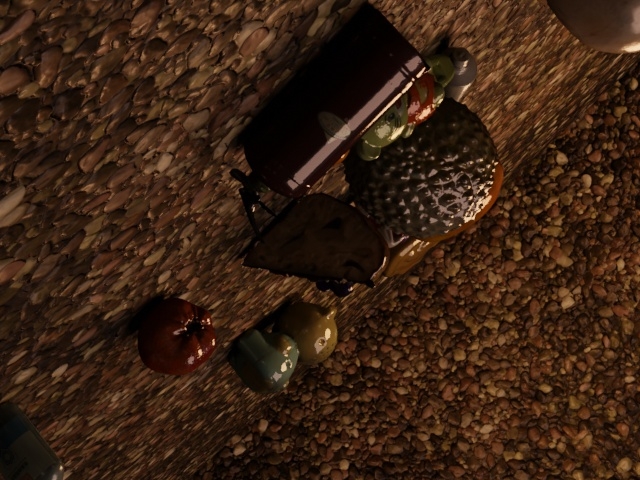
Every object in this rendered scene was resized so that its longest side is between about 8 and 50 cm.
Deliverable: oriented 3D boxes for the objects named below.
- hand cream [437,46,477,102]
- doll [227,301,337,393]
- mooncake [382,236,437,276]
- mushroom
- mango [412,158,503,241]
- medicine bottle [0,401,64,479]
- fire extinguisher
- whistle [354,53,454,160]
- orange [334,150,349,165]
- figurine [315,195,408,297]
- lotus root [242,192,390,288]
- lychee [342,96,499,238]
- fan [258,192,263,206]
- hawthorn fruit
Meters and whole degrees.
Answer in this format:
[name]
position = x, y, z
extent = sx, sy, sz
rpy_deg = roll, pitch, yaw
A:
[hand cream]
position = 0.215, -0.255, 2.041
extent = 0.341, 0.077, 0.124
rpy_deg = 112, -12, -67
[doll]
position = -0.075, 0.252, 2.712
extent = 0.260, 0.161, 0.177
rpy_deg = -33, 164, -29
[mooncake]
position = 0.224, 0.001, 2.921
extent = 0.235, 0.117, 0.235
rpy_deg = -40, 172, -7
[mushroom]
position = 0.445, -0.426, 1.734
extent = 0.297, 0.297, 0.290
rpy_deg = -37, -170, -25
[mango]
position = 0.291, -0.108, 2.595
extent = 0.317, 0.173, 0.211
rpy_deg = -39, -150, 48
[medicine bottle]
position = -0.440, 0.348, 1.702
extent = 0.090, 0.208, 0.053
rpy_deg = -46, 166, 18
[fire extinguisher]
position = 0.001, -0.154, 1.543
extent = 0.337, 0.135, 0.114
rpy_deg = -44, 162, 11
[whistle]
position = 0.117, -0.222, 1.708
extent = 0.288, 0.131, 0.106
rpy_deg = -33, -169, -39
[orange]
position = 0.008, -0.149, 1.721
extent = 0.083, 0.083, 0.070
rpy_deg = -32, 121, -42
[figurine]
position = 0.132, -0.038, 2.371
extent = 0.421, 0.154, 0.193
rpy_deg = -39, 173, -9
[lotus root]
position = 0.000, 0.000, 2.013
extent = 0.074, 0.260, 0.170
rpy_deg = -7, 111, -72
[lychee]
position = 0.168, -0.130, 1.910
extent = 0.255, 0.255, 0.274
rpy_deg = -46, 153, 18
[fan]
position = -0.093, -0.084, 1.803
extent = 0.085, 0.005, 0.133
rpy_deg = -39, 167, -20
[hawthorn fruit]
position = -0.251, 0.165, 1.904
extent = 0.138, 0.133, 0.133
rpy_deg = -31, 179, 43
